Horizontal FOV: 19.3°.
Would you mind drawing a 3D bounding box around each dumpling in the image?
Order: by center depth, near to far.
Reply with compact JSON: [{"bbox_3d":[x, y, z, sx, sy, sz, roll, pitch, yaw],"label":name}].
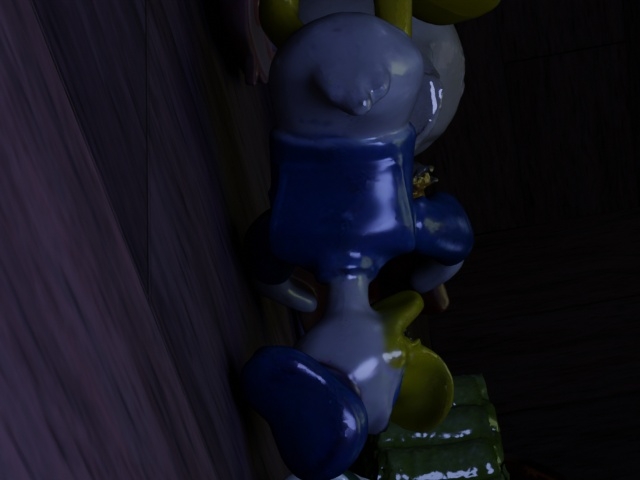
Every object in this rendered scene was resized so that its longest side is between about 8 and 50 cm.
[{"bbox_3d":[0.029,-0.123,1.617,0.243,0.175,0.227,-50,161,-66],"label":"dumpling"}]

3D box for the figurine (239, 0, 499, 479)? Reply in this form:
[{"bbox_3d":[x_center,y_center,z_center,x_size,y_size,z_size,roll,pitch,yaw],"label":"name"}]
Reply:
[{"bbox_3d":[0.000,0.000,1.155,0.283,0.205,0.338,87,8,-57],"label":"figurine"}]

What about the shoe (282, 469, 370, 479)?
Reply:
[{"bbox_3d":[0.019,0.251,1.082,0.110,0.095,0.265,56,19,-58],"label":"shoe"}]

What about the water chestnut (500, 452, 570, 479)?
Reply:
[{"bbox_3d":[0.141,0.290,1.643,0.238,0.224,0.223,69,12,-82],"label":"water chestnut"}]

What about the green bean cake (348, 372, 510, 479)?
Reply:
[{"bbox_3d":[0.079,0.225,1.414,0.200,0.113,0.214,-97,-170,-48],"label":"green bean cake"}]

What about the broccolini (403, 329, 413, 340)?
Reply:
[{"bbox_3d":[0.092,0.150,2.214,0.201,0.058,0.074,71,17,-56],"label":"broccolini"}]

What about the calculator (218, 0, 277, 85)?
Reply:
[{"bbox_3d":[-0.043,-0.269,1.327,0.220,0.048,0.329,77,16,-78],"label":"calculator"}]

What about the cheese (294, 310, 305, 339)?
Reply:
[{"bbox_3d":[0.006,0.077,1.483,0.105,0.042,0.191,-65,148,-79],"label":"cheese"}]

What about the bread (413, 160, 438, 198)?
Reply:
[{"bbox_3d":[0.043,-0.004,1.963,0.152,0.127,0.147,-47,138,-40],"label":"bread"}]
